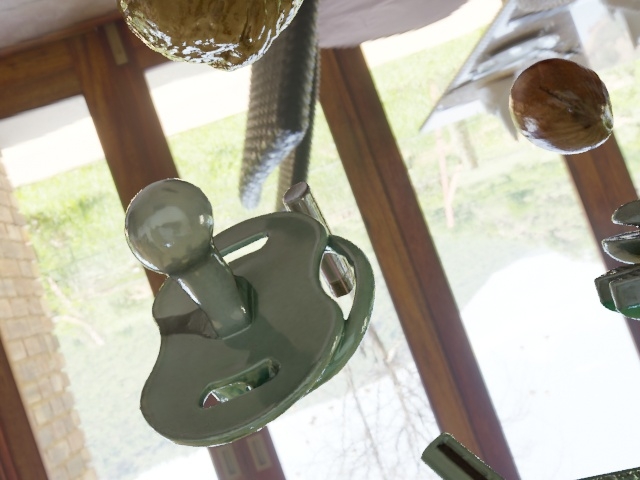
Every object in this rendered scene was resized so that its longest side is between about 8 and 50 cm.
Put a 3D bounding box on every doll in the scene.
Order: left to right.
[{"bbox_3d":[0.473,0.009,0.907,0.258,0.153,0.195,-18,179,-25],"label":"doll"}]

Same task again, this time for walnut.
[{"bbox_3d":[-0.176,-0.419,1.127,0.333,0.332,0.333,-20,178,-1],"label":"walnut"}]

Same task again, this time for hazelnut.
[{"bbox_3d":[0.364,-0.196,1.064,0.150,0.150,0.150,-20,178,-1],"label":"hazelnut"}]

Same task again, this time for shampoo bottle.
[{"bbox_3d":[0.000,0.000,1.367,0.056,0.227,0.086,-20,-155,16],"label":"shampoo bottle"}]

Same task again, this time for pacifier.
[{"bbox_3d":[-0.100,0.041,0.765,0.288,0.269,0.343,-25,-142,8],"label":"pacifier"}]

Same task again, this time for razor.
[{"bbox_3d":[0.163,0.155,0.439,0.211,0.035,0.084,12,-166,-35],"label":"razor"}]
